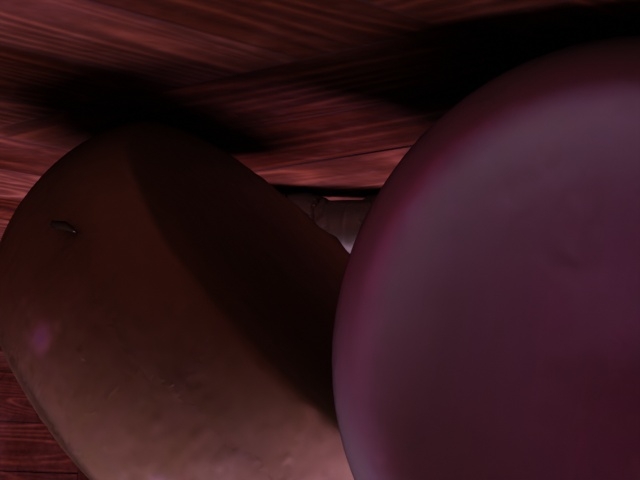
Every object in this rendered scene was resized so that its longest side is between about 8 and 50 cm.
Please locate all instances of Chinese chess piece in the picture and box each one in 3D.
[{"bbox_3d":[-0.040,0.059,0.857,0.102,0.273,0.273,-44,156,14],"label":"Chinese chess piece"}]

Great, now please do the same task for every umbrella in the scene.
[{"bbox_3d":[0.000,0.000,1.078,0.144,0.067,0.062,-5,-160,5],"label":"umbrella"}]

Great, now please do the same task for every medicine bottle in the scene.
[{"bbox_3d":[0.174,0.058,0.772,0.256,0.256,0.325,-2,174,24],"label":"medicine bottle"}]
